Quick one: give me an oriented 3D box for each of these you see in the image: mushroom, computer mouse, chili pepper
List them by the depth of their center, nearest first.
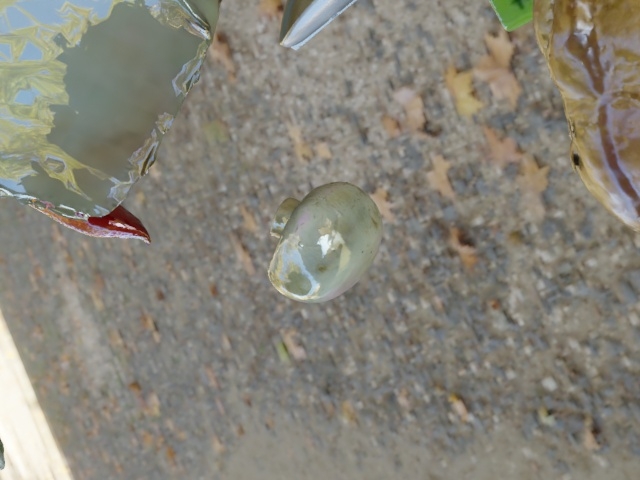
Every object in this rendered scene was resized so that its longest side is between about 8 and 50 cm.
[{"bbox_3d":[0.000,0.000,0.710,0.067,0.083,0.083,31,147,15],"label":"mushroom"},{"bbox_3d":[0.021,-0.264,1.084,0.199,0.045,0.102,-33,35,39],"label":"computer mouse"},{"bbox_3d":[-0.355,-0.107,1.419,0.368,0.137,0.092,54,129,32],"label":"chili pepper"}]

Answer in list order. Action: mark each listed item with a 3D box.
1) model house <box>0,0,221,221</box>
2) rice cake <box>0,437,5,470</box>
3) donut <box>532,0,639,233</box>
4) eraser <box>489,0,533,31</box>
[{"bbox_3d":[-0.215,-0.323,0.689,0.445,0.395,0.400,127,157,-47],"label":"model house"},{"bbox_3d":[-0.342,0.163,1.030,0.336,0.066,0.063,108,141,-66],"label":"rice cake"},{"bbox_3d":[0.280,-0.159,0.744,0.150,0.299,0.317,4,115,50],"label":"donut"},{"bbox_3d":[0.329,-0.360,1.315,0.092,0.274,0.210,58,-158,-11],"label":"eraser"}]
